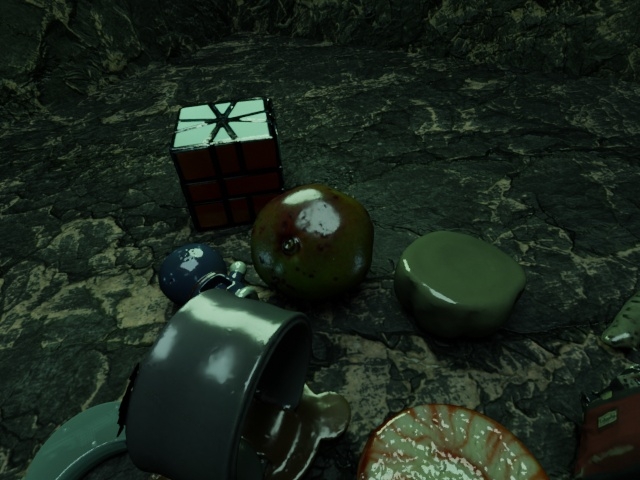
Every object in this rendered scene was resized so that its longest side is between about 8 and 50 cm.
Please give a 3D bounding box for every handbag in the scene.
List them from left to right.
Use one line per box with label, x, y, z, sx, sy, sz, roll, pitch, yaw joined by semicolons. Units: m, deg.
handbag;0.491;0.285;0.580;0.181;0.254;0.181;28;49;12

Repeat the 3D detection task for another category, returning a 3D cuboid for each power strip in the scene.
power strip;-0.407;0.382;0.706;0.253;0.054;0.167;-25;43;-21

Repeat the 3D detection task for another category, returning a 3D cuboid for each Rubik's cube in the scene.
Rubik's cube;-0.258;-0.234;1.200;0.294;0.283;0.288;-5;41;-5

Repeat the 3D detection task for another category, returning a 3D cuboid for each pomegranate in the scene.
pomegranate;-0.014;0.019;0.962;0.291;0.323;0.290;-2;74;6

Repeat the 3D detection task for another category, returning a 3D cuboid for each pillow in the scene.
pillow;0.682;0.164;0.840;0.241;0.051;0.093;-30;48;-28

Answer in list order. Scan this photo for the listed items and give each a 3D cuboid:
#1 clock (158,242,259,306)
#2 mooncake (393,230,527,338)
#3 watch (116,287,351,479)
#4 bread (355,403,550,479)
clock;-0.261;0.106;0.935;0.243;0.146;0.200;34;59;26
mooncake;0.301;0.095;0.896;0.275;0.135;0.274;0;41;0
watch;-0.135;0.261;0.608;0.314;0.326;0.335;12;45;18
bread;0.188;0.406;0.574;0.295;0.114;0.327;10;43;16
